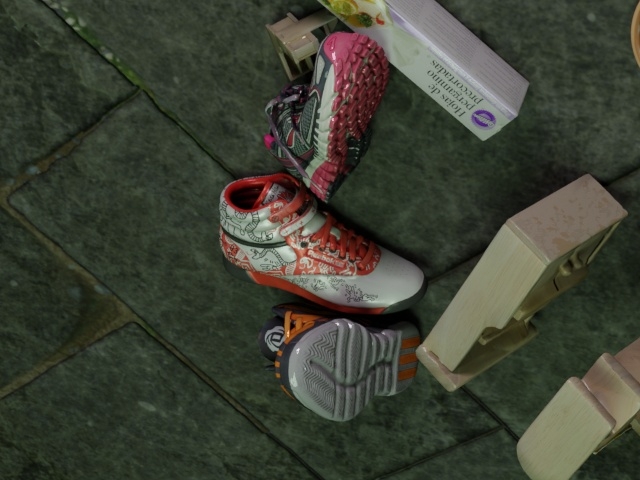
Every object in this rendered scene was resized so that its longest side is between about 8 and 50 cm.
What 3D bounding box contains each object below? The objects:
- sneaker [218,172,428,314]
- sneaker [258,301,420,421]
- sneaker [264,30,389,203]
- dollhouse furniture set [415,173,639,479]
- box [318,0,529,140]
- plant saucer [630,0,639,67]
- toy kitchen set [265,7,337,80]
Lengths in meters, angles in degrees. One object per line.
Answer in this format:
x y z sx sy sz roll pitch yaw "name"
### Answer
-0.001 0.001 2.110 0.270 0.090 0.145 12 138 16 "sneaker"
-0.016 0.146 2.130 0.180 0.321 0.125 9 91 26 "sneaker"
-0.006 -0.142 1.916 0.112 0.121 0.299 34 155 7 "sneaker"
0.337 0.166 1.946 0.394 0.362 0.256 47 138 17 "dollhouse furniture set"
0.086 -0.239 1.861 0.324 0.067 0.063 38 136 -15 "box"
0.422 -0.214 1.760 0.200 0.037 0.200 12 134 13 "plant saucer"
-0.007 -0.215 1.928 0.068 0.083 0.075 -28 126 -8 "toy kitchen set"
